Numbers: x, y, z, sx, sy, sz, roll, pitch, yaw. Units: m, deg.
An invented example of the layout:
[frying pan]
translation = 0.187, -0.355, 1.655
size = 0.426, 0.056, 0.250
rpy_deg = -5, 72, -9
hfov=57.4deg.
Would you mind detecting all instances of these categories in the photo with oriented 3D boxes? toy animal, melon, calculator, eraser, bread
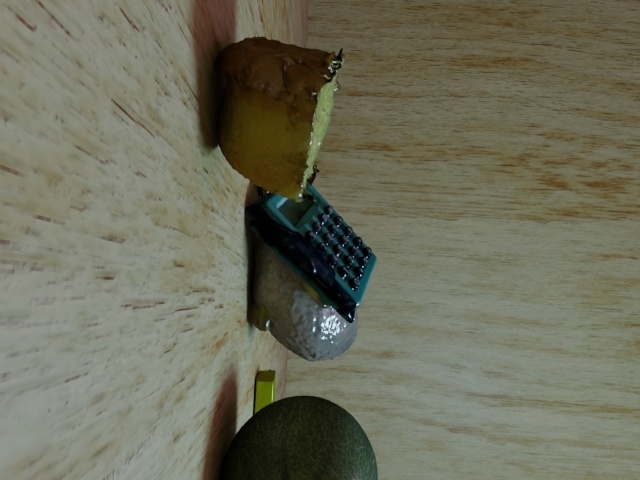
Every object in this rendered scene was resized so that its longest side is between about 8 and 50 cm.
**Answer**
[toy animal]
translation = -0.031, 0.128, 1.185
size = 0.358, 0.188, 0.227
rpy_deg = 55, 20, -30
[melon]
translation = -0.031, 0.362, 0.886
size = 0.302, 0.237, 0.238
rpy_deg = -95, -172, -88
[calculator]
translation = 0.000, 0.000, 1.097
size = 0.058, 0.274, 0.248
rpy_deg = -41, -174, 25
[eraser]
translation = -0.129, 0.372, 1.356
size = 0.097, 0.045, 0.123
rpy_deg = -94, -174, -86
[bread]
translation = -0.053, -0.160, 0.698
size = 0.261, 0.147, 0.160
rpy_deg = -79, -178, -62

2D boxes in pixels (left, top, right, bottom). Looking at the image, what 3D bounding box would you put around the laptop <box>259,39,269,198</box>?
[laptop]
translation = -0.109, -0.237, 1.173
size = 0.188, 0.015, 0.269
rpy_deg = 92, 1, -70
